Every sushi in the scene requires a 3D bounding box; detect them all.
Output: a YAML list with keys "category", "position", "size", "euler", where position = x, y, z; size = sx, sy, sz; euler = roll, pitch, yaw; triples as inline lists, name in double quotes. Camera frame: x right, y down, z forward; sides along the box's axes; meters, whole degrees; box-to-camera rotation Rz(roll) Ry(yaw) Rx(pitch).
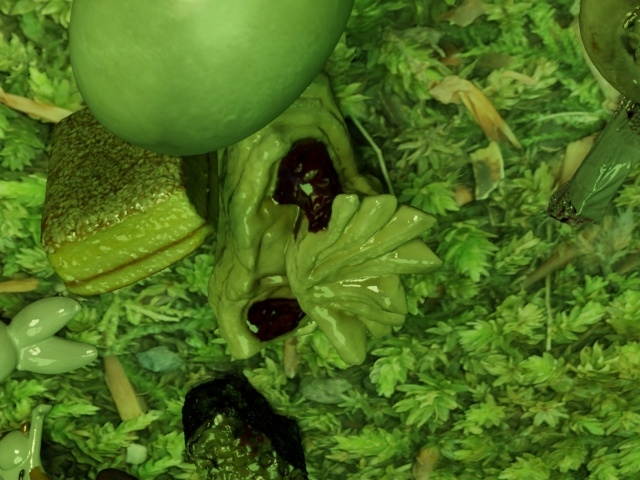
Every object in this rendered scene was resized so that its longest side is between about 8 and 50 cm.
- category: "sushi"
  position: [-0.114, 0.284, 2.054]
  size: [0.147, 0.115, 0.212]
  euler: [-24, 130, 17]

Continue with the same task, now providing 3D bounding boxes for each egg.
- category: "egg"
  position: [-0.103, -0.236, 1.475]
  size: [0.258, 0.258, 0.352]
  euler: [22, 130, -22]

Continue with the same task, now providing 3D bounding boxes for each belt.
- category: "belt"
  position: [0.338, -0.095, 1.755]
  size: [0.053, 0.071, 0.232]
  euler: [12, 132, -23]

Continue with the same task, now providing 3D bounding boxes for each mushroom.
- category: "mushroom"
  position: [0.379, -0.232, 1.559]
  size: [0.226, 0.178, 0.226]
  euler: [1, 124, 2]

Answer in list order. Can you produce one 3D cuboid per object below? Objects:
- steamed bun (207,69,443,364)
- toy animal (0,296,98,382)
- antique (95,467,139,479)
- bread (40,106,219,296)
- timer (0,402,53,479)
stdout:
- category: "steamed bun"
  position: [0.000, 0.000, 1.757]
  size: [0.247, 0.189, 0.428]
  euler: [-1, 133, -12]
- category: "toy animal"
  position: [-0.404, 0.132, 1.930]
  size: [0.220, 0.131, 0.104]
  euler: [-14, 103, -24]
- category: "antique"
  position: [-0.249, 0.422, 2.160]
  size: [0.257, 0.143, 0.121]
  euler: [18, 131, -15]
- category: "bread"
  position: [-0.203, -0.059, 1.652]
  size: [0.184, 0.234, 0.110]
  euler: [-21, 127, 14]
- category: "timer"
  position: [-0.380, 0.363, 2.035]
  size: [0.175, 0.266, 0.175]
  euler: [-19, 165, -5]
